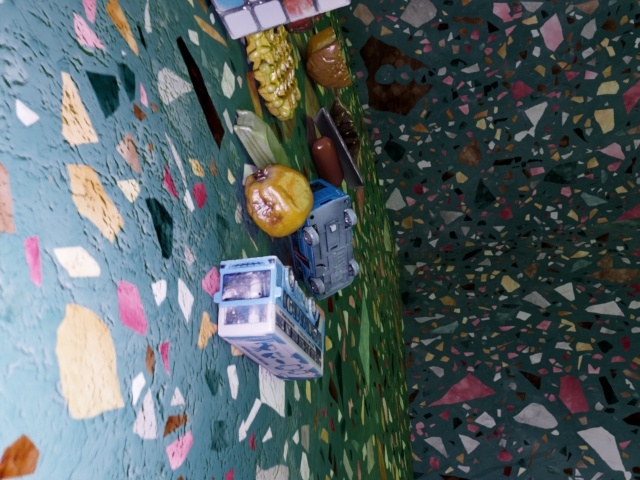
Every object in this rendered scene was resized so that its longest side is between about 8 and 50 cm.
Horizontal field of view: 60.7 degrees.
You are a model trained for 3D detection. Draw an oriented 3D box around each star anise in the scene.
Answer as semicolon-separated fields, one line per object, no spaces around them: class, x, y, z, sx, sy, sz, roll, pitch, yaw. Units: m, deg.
star anise;0.084;-0.401;2.034;0.349;0.109;0.292;-98;165;-66

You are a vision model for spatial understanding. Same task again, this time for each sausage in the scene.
sausage;0.024;-0.238;1.697;0.194;0.077;0.077;68;17;-44

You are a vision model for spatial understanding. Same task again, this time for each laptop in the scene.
laptop;0.054;-0.280;1.708;0.269;0.015;0.187;62;-8;-7

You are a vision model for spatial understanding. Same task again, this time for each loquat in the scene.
loquat;-0.079;-0.077;1.014;0.113;0.137;0.137;23;-49;62

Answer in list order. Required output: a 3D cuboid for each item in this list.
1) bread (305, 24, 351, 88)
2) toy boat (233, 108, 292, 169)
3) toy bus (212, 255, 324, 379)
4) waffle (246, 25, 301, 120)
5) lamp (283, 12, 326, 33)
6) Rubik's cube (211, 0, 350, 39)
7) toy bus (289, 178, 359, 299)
bread;0.022;-0.603;1.844;0.229;0.139;0.143;54;26;-64
toy boat;-0.096;-0.150;1.139;0.293;0.055;0.093;64;22;-49
toy bus;-0.071;0.137;0.909;0.297;0.106;0.131;60;27;-60
waffle;-0.111;-0.422;1.291;0.309;0.065;0.283;53;31;-70
lamp;-0.080;-0.672;1.407;0.274;0.177;0.177;65;19;-54
Rubik's cube;-0.101;-0.580;1.016;0.253;0.256;0.259;61;22;-55
toy bus;0.000;0.000;1.177;0.134;0.113;0.246;41;-32;41
